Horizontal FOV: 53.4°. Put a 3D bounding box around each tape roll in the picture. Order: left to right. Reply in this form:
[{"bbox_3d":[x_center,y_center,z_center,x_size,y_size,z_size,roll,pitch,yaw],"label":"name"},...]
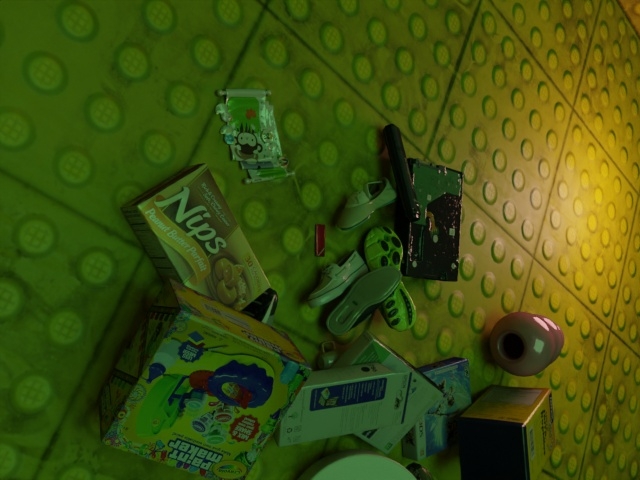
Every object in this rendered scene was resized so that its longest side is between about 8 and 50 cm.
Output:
[{"bbox_3d":[0.090,0.711,1.550,0.392,0.072,0.391,2,83,-19],"label":"tape roll"}]

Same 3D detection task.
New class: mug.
[{"bbox_3d":[0.024,0.303,1.618,0.064,0.078,0.062,-2,123,-32],"label":"mug"}]

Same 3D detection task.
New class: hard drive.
[{"bbox_3d":[0.318,-0.055,1.870,0.237,0.064,0.338,8,84,-40],"label":"hard drive"}]

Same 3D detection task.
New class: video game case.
[{"bbox_3d":[0.345,0.490,1.878,0.270,0.061,0.244,-5,93,-41],"label":"video game case"}]

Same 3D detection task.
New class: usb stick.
[{"bbox_3d":[0.224,-0.188,1.754,0.077,0.045,0.277,23,53,-72],"label":"usb stick"}]

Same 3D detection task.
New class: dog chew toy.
[{"bbox_3d":[0.702,0.335,2.108,0.332,0.207,0.206,3,87,-48],"label":"dog chew toy"}]

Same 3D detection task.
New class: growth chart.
[{"bbox_3d":[-0.156,-0.247,1.496,0.172,0.021,0.237,-22,102,-38],"label":"growth chart"}]

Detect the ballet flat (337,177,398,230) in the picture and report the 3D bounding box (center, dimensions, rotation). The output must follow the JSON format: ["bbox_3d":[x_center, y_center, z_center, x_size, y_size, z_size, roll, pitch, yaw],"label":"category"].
[{"bbox_3d":[0.118,-0.106,1.689,0.248,0.086,0.086,-34,110,-46],"label":"ballet flat"}]

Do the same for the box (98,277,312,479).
[{"bbox_3d":[-0.226,0.274,1.227,0.290,0.177,0.279,29,95,-26],"label":"box"}]

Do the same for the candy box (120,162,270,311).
[{"bbox_3d":[-0.257,0.018,1.354,0.183,0.088,0.316,-40,113,-34],"label":"candy box"}]

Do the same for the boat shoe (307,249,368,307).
[{"bbox_3d":[0.032,0.094,1.619,0.226,0.083,0.075,-33,98,-48],"label":"boat shoe"}]

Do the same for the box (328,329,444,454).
[{"bbox_3d":[0.145,0.397,1.643,0.232,0.058,0.322,-47,124,2],"label":"box"}]

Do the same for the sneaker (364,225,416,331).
[{"bbox_3d":[0.173,0.105,1.721,0.110,0.123,0.295,-7,75,-14],"label":"sneaker"}]

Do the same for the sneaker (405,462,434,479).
[{"bbox_3d":[0.195,0.790,1.663,0.182,0.158,0.410,21,78,-37],"label":"sneaker"}]

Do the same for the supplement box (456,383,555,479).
[{"bbox_3d":[0.568,0.583,1.920,0.357,0.194,0.195,-11,97,-57],"label":"supplement box"}]

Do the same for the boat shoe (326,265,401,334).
[{"bbox_3d":[0.112,0.152,1.626,0.233,0.084,0.079,-43,161,-2],"label":"boat shoe"}]

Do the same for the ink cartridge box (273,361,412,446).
[{"bbox_3d":[0.052,0.386,1.525,0.333,0.065,0.165,-2,113,-21],"label":"ink cartridge box"}]

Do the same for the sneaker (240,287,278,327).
[{"bbox_3d":[-0.159,0.236,1.438,0.108,0.100,0.271,32,75,-46],"label":"sneaker"}]

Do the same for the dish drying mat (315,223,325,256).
[{"bbox_3d":[0.000,0.000,1.630,0.032,0.008,0.083,4,86,-40],"label":"dish drying mat"}]
